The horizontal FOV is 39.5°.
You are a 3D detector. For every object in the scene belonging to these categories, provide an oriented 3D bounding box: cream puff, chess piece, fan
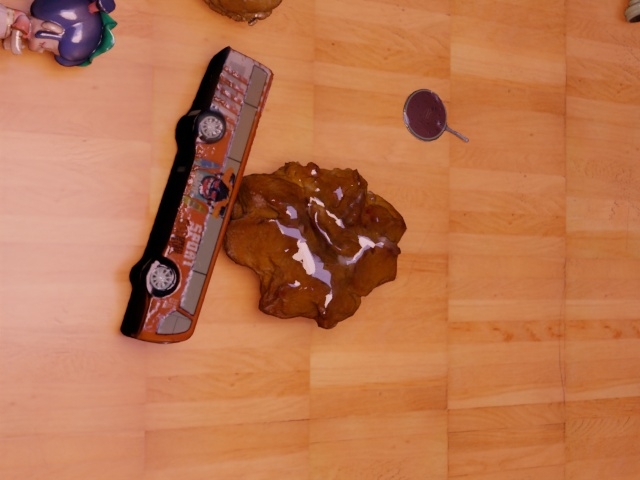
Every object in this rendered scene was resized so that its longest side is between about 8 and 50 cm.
[{"bbox_3d":[0.000,0.000,1.263,0.268,0.155,0.241,-19,92,-20],"label":"cream puff"},{"bbox_3d":[0.578,-0.456,1.623,0.067,0.067,0.103,-9,83,-27],"label":"chess piece"},{"bbox_3d":[0.189,-0.191,1.442,0.133,0.005,0.085,26,76,-23],"label":"fan"},{"bbox_3d":[-0.116,-0.370,1.236,0.144,0.103,0.126,45,57,-19],"label":"cream puff"}]

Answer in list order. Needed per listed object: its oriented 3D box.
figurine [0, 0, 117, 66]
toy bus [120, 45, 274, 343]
[{"bbox_3d":[-0.348,-0.265,1.109,0.194,0.111,0.102,-5,111,-28],"label":"figurine"},{"bbox_3d":[-0.169,-0.058,1.205,0.092,0.093,0.409,21,80,-26],"label":"toy bus"}]
